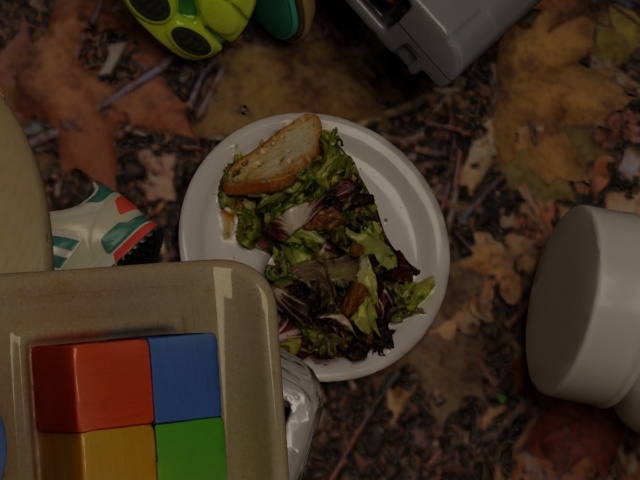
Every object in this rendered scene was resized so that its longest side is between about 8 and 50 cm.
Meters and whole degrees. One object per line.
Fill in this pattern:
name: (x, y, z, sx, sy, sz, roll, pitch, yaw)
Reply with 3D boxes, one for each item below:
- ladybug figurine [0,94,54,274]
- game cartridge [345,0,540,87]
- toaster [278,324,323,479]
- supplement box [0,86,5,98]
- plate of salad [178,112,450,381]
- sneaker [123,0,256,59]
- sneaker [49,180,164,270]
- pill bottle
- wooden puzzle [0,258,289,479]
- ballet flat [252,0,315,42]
ladybug figurine: (-0.308, 0.086, 1.100, 0.305, 0.162, 0.449, 19, 73, 13)
game cartridge: (0.039, -0.264, 1.356, 0.297, 0.062, 0.198, 48, 45, -2)
toaster: (-0.087, 0.154, 1.174, 0.129, 0.146, 0.227, 27, 67, -7)
supplement box: (-0.298, -0.169, 1.256, 0.078, 0.080, 0.233, -24, 79, -21)
plate of salad: (0.000, 0.000, 1.304, 0.200, 0.048, 0.200, 5, 71, -15)
sneaker: (-0.132, -0.269, 1.311, 0.109, 0.123, 0.295, -28, 103, 4)
sneaker: (-0.186, 0.021, 1.246, 0.161, 0.057, 0.075, -38, 69, -22)
pill bottle: (0.299, 0.072, 1.307, 0.283, 0.161, 0.161, 12, 70, -12)
wooden puzzle: (-0.157, 0.178, 0.976, 0.348, 0.080, 0.322, -4, 90, -34)
ballet flat: (-0.054, -0.254, 1.357, 0.073, 0.080, 0.232, -28, 83, -34)
